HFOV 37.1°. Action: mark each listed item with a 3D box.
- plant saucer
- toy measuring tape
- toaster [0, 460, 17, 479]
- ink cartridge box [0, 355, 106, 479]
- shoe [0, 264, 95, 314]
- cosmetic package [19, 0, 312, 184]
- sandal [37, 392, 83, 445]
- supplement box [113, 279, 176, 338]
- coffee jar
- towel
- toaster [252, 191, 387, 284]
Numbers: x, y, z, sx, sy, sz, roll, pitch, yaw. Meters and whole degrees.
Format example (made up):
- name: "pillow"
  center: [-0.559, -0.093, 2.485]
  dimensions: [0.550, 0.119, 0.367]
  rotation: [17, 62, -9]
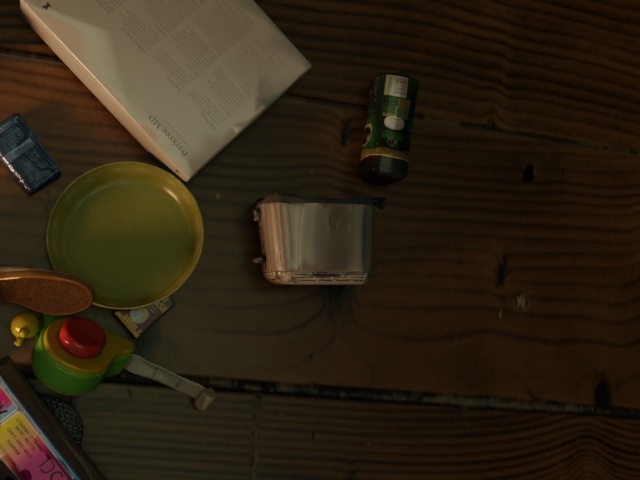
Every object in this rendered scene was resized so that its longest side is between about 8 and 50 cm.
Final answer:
- name: "plant saucer"
  center: [-0.302, -0.006, 1.494]
  dimensions: [0.241, 0.037, 0.241]
  rotation: [1, 73, -5]
- name: "toy measuring tape"
  center: [-0.319, 0.204, 1.444]
  dimensions: [0.330, 0.121, 0.121]
  rotation: [29, 77, -12]
- name: "toaster"
  center: [-0.439, 0.401, 1.211]
  dimensions: [0.186, 0.110, 0.168]
  rotation: [-34, 94, -8]
- name: "ink cartridge box"
  center: [-0.525, 0.391, 1.330]
  dimensions: [0.395, 0.151, 0.270]
  rotation: [-37, 93, -7]
- name: "shoe"
  center: [-0.438, 0.063, 1.423]
  dimensions: [0.219, 0.058, 0.076]
  rotation: [4, 126, 6]
- name: "cosmetic package"
  center: [-0.246, -0.320, 1.539]
  dimensions: [0.284, 0.097, 0.377]
  rotation: [-44, 97, -18]
- name: "sandal"
  center: [-0.438, 0.258, 1.450]
  dimensions: [0.179, 0.040, 0.067]
  rotation: [27, 72, -2]
- name: "supplement box"
  center: [-0.278, 0.110, 1.508]
  dimensions: [0.083, 0.043, 0.055]
  rotation: [-42, 95, -17]
- name: "coffee jar"
  center: [0.116, -0.188, 1.634]
  dimensions: [0.079, 0.096, 0.184]
  rotation: [10, 82, -13]
- name: "towel"
  center: [-0.463, -0.134, 1.487]
  dimensions: [0.067, 0.029, 0.119]
  rotation: [-38, 96, -16]
- name: "toaster"
  center: [0.000, 0.000, 1.564]
  dimensions: [0.227, 0.129, 0.146]
  rotation: [1, 88, -19]
